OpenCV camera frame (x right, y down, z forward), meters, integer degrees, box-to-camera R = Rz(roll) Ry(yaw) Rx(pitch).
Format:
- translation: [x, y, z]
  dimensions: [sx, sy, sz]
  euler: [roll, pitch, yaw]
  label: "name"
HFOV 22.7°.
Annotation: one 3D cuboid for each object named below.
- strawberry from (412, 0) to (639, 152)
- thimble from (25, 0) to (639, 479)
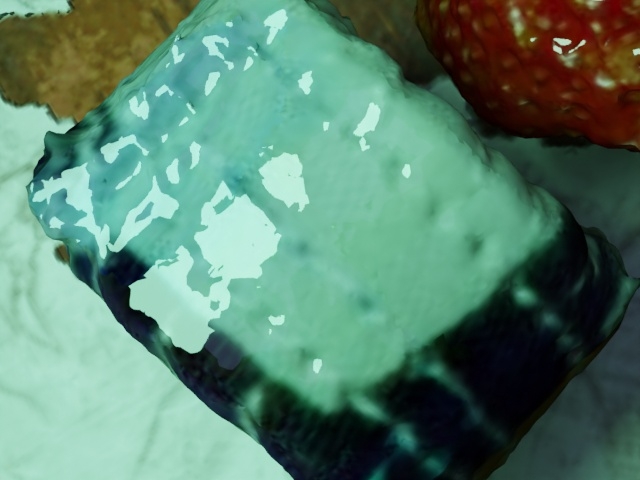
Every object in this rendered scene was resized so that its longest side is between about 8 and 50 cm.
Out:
- translation: [0.164, -0.139, 0.650]
  dimensions: [0.277, 0.257, 0.257]
  euler: [-28, 73, 25]
  label: "strawberry"
- translation: [0.000, 0.000, 0.647]
  dimensions: [0.237, 0.237, 0.150]
  euler: [43, 90, 16]
  label: "thimble"
